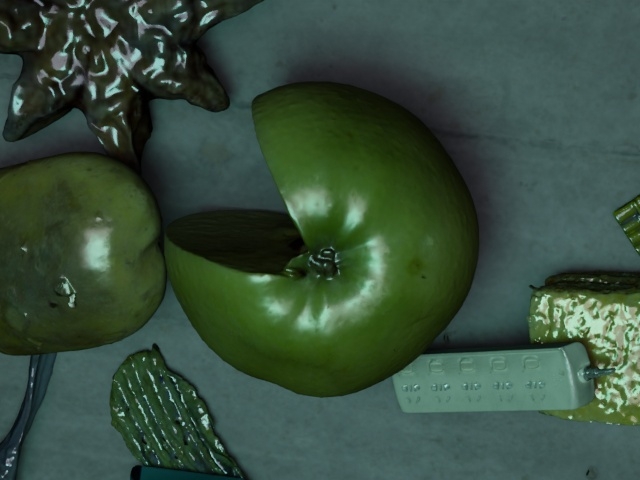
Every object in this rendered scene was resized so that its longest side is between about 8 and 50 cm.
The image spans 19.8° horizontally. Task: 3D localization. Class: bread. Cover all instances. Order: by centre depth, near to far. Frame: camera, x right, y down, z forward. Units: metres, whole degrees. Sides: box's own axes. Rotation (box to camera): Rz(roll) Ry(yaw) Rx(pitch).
[{"bbox_3d":[0.297,0.100,1.728,0.196,0.102,0.138,1,95,13],"label":"bread"}]

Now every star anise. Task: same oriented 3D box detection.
[{"bbox_3d":[-0.205,-0.219,1.743,0.315,0.108,0.315,3,105,11],"label":"star anise"}]

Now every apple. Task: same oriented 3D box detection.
[{"bbox_3d":[0.000,0.000,1.675,0.292,0.254,0.291,0,102,0],"label":"apple"}]

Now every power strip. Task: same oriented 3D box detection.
[{"bbox_3d":[0.164,0.129,1.724,0.253,0.027,0.060,-6,101,39],"label":"power strip"}]

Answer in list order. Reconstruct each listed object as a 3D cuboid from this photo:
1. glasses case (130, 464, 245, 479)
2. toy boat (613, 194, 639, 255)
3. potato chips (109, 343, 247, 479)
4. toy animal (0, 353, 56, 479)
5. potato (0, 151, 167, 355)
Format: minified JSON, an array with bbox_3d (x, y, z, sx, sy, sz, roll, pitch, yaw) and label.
[{"bbox_3d":[-0.146,0.380,1.827,0.117,0.070,0.301,6,106,7],"label":"glasses case"},{"bbox_3d":[0.343,-0.031,1.748,0.115,0.016,0.063,-34,92,11],"label":"toy boat"},{"bbox_3d":[-0.141,0.206,1.836,0.092,0.028,0.207,-33,92,9],"label":"potato chips"},{"bbox_3d":[-0.328,0.296,1.844,0.206,0.081,0.367,42,97,-2],"label":"toy animal"},{"bbox_3d":[-0.274,0.020,1.749,0.296,0.141,0.191,-10,106,33],"label":"potato"}]
